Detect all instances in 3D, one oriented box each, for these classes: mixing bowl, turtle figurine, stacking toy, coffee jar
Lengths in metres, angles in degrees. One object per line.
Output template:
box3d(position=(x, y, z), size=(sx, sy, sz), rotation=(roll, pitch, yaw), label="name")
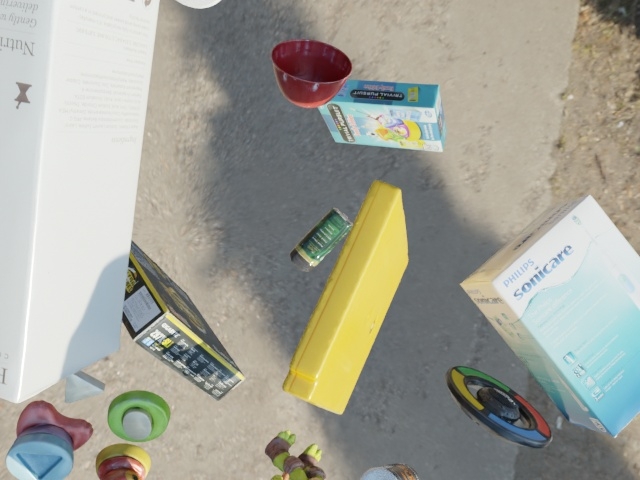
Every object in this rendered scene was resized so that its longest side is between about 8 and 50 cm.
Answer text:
box3d(position=(-0.027, -0.362, 1.438), size=(0.182, 0.098, 0.181), rotation=(8, 44, -7), label="mixing bowl")
box3d(position=(0.005, 0.401, 1.006), size=(0.270, 0.217, 0.087), rotation=(23, 97, -30), label="turtle figurine")
box3d(position=(-0.473, 0.432, 1.336), size=(0.309, 0.130, 0.279), rotation=(27, 114, -21), label="stacking toy")
box3d(position=(0.000, 0.000, 1.710), size=(0.079, 0.096, 0.184), rotation=(44, 98, 1), label="coffee jar")

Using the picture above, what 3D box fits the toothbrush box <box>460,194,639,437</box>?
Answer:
box3d(position=(0.402, 0.113, 0.998), size=(0.216, 0.126, 0.295), rotation=(-40, 93, -12), label="toothbrush box")

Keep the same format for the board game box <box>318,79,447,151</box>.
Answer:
box3d(position=(0.178, -0.355, 1.837), size=(0.336, 0.254, 0.079), rotation=(8, 73, 19), label="board game box")

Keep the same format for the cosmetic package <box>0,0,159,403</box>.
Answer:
box3d(position=(-0.296, -0.075, 0.596), size=(0.217, 0.156, 0.384), rotation=(12, 100, 15), label="cosmetic package")

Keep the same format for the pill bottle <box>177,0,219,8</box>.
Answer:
box3d(position=(-0.112, -0.449, 0.901), size=(0.160, 0.160, 0.283), rotation=(41, 52, -10), label="pill bottle")

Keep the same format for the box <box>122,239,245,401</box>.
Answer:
box3d(position=(-0.285, 0.133, 1.176), size=(0.079, 0.322, 0.257), rotation=(-40, 55, -8), label="box")

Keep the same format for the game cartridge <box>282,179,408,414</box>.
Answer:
box3d(position=(0.047, 0.099, 0.914), size=(0.053, 0.323, 0.285), rotation=(21, 76, 16), label="game cartridge")

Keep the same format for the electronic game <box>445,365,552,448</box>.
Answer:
box3d(position=(0.347, 0.321, 1.255), size=(0.229, 0.229, 0.048), rotation=(25, 105, -12), label="electronic game")

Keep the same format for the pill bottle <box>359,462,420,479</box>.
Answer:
box3d(position=(0.207, 0.699, 1.817), size=(0.131, 0.246, 0.130), rotation=(-7, 74, 25), label="pill bottle")
